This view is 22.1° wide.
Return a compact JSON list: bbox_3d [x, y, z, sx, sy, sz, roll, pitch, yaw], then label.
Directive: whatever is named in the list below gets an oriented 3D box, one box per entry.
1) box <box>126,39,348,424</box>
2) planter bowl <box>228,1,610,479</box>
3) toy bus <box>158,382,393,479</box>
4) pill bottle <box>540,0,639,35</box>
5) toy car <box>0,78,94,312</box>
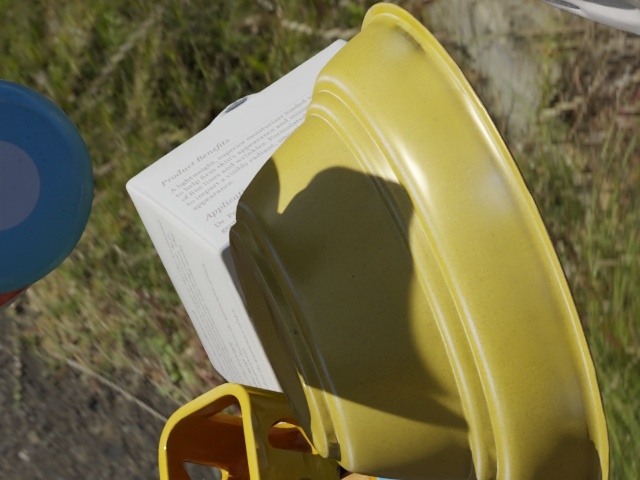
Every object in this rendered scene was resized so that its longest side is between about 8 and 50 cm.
[{"bbox_3d":[0.000,0.000,1.075,0.181,0.182,0.119,-35,41,-17],"label":"box"},{"bbox_3d":[0.022,0.024,0.643,0.090,0.217,0.217,-23,66,-10],"label":"planter bowl"},{"bbox_3d":[0.001,0.145,0.999,0.190,0.202,0.104,-8,64,-1],"label":"toy bus"},{"bbox_3d":[0.267,-0.375,1.281,0.224,0.224,0.392,22,92,18],"label":"pill bottle"},{"bbox_3d":[-0.220,0.029,0.601,0.210,0.219,0.238,23,89,-22],"label":"toy car"}]
